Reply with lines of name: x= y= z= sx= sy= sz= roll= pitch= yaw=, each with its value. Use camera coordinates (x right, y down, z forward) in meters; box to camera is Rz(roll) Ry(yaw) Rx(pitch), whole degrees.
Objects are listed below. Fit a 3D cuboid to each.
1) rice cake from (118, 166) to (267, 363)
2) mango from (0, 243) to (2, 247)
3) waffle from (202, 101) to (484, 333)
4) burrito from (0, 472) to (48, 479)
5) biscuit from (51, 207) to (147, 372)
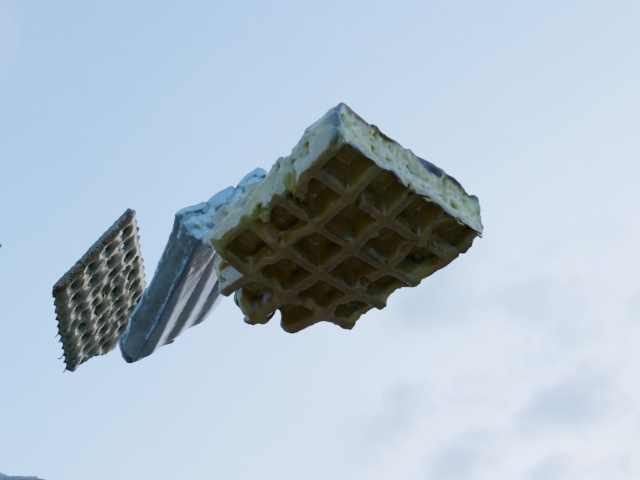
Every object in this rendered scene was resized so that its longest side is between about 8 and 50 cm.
rice cake: x=-0.116 y=0.030 z=1.184 sx=0.124 sy=0.038 sz=0.211 roll=-32 pitch=-18 yaw=-38
mango: x=-0.327 y=0.035 z=0.817 sx=0.267 sy=0.111 sz=0.133 roll=-24 pitch=0 yaw=19
waffle: x=0.000 y=0.000 z=1.021 sx=0.160 sy=0.055 sz=0.211 roll=33 pitch=-53 yaw=-30
burrito: x=-0.239 y=0.346 z=1.372 sx=0.347 sy=0.175 sz=0.107 roll=11 pitch=-15 yaw=18
biscuit: x=-0.237 y=0.067 z=1.380 sx=0.016 sy=0.144 sz=0.203 roll=29 pitch=-34 yaw=17
